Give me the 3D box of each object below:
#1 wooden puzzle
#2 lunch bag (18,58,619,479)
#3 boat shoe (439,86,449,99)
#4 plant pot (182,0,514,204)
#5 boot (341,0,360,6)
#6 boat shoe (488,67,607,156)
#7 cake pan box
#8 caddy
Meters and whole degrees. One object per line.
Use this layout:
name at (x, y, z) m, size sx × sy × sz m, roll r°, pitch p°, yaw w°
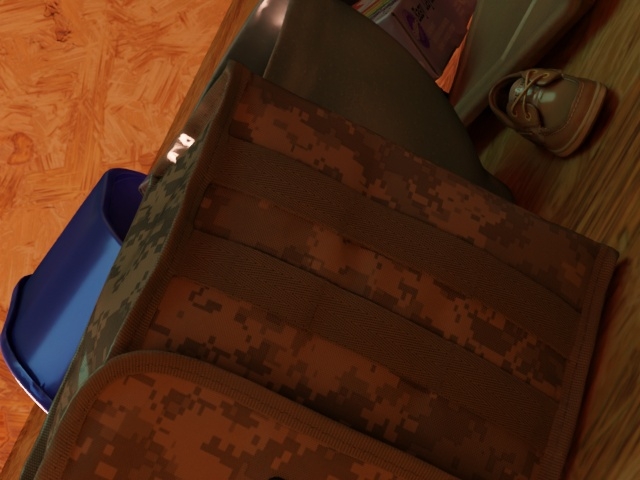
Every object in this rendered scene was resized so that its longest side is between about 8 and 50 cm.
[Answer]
wooden puzzle at (0.158, -0.190, 1.331) m, size 0.239 × 0.044 × 0.221 m, roll 124°, pitch 167°, yaw -56°
lunch bag at (-0.011, 0.096, 0.928) m, size 0.169 × 0.235 × 0.287 m, roll -46°, pitch 21°, yaw 59°
boat shoe at (0.066, -0.056, 1.447) m, size 0.133 × 0.042 × 0.049 m, roll -62°, pitch 31°, yaw 8°
plant pot at (0.000, 0.000, 1.206) m, size 0.293 × 0.196 × 0.293 m, roll -59°, pitch 12°, yaw 22°
boot at (0.011, -0.164, 1.832) m, size 0.236 × 0.085 × 0.178 m, roll -55°, pitch -3°, yaw -19°
boat shoe at (0.135, -0.082, 1.157) m, size 0.050 × 0.045 × 0.135 m, roll -65°, pitch 11°, yaw -4°
cake pan box at (-0.004, -0.114, 1.477) m, size 0.245 × 0.070 × 0.267 m, roll -35°, pitch 10°, yaw 21°
caddy at (-0.124, 0.088, 1.486) m, size 0.179 × 0.241 × 0.341 m, roll -55°, pitch 12°, yaw 11°
